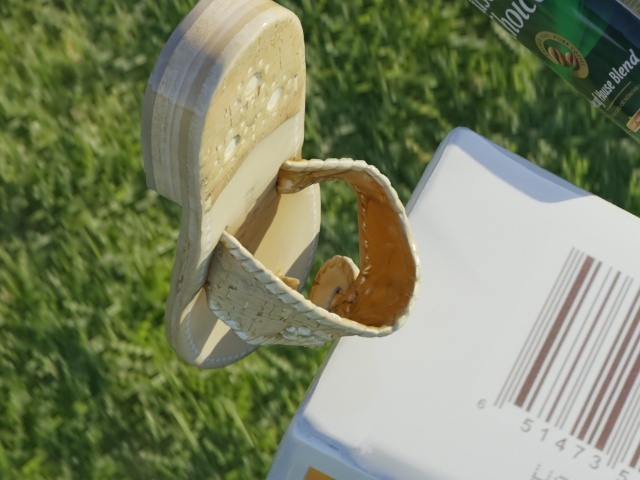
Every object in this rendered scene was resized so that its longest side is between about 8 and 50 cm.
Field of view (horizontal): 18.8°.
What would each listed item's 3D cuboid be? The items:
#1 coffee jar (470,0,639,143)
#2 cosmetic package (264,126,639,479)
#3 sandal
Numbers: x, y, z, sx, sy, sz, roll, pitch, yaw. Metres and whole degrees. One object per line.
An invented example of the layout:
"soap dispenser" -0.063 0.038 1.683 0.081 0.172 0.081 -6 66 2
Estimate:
"coffee jar" 0.104 -0.121 0.812 0.184 0.096 0.079 40 78 5
"cosmetic package" 0.082 0.157 0.936 0.230 0.453 0.161 28 63 4
"sandal" -0.004 0.005 0.680 0.079 0.240 0.088 31 70 18
